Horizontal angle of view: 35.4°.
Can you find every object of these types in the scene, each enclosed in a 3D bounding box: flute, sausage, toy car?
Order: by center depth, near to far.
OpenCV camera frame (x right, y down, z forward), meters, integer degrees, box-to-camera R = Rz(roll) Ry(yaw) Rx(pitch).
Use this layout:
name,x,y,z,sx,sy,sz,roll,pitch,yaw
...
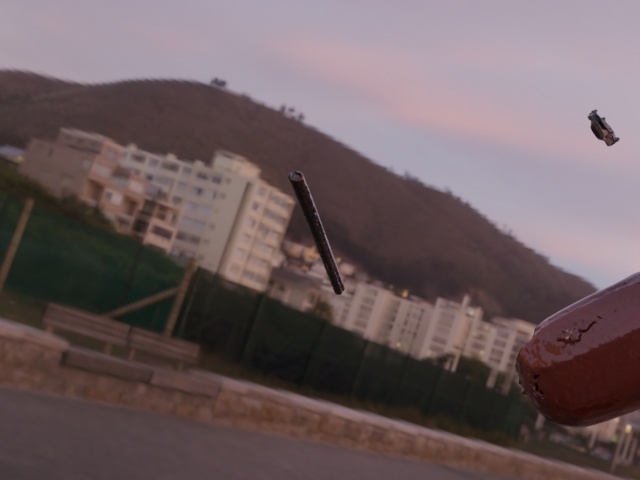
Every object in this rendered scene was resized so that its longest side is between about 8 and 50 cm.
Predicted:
name,x,y,z,sx,sy,sz,roll,pitch,yaw
flute,0.000,0.000,0.925,0.014,0.014,0.269,17,-19,16
sausage,0.367,0.127,1.206,0.280,0.152,0.152,-29,-30,23
toy car,0.393,-0.156,1.402,0.041,0.025,0.093,60,20,19
